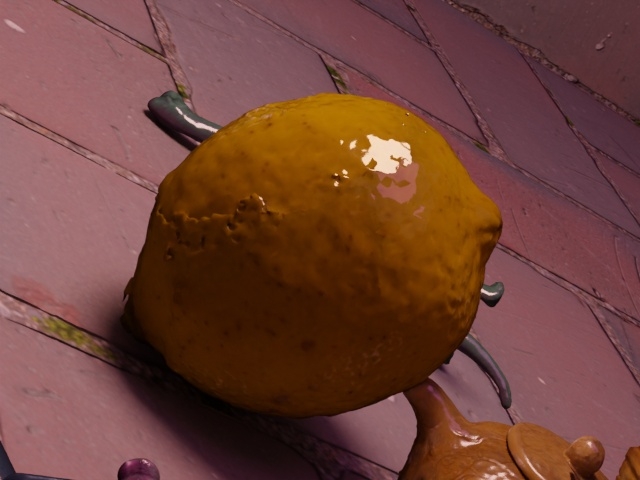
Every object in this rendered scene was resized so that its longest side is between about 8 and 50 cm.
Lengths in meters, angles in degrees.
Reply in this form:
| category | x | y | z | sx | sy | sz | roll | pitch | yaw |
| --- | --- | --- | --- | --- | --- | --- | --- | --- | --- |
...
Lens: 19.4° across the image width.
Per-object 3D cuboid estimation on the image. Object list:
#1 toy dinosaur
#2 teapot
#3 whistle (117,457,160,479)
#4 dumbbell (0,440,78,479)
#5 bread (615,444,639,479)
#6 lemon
| category | x | y | z | sx | sy | sz | roll | pitch | yaw |
| --- | --- | --- | --- | --- | --- | --- | --- | --- | --- |
| toy dinosaur | 0.000 | 0.000 | 1.822 | 0.331 | 0.129 | 0.383 | 18 | 28 | -23 |
| teapot | 0.178 | 0.228 | 1.491 | 0.311 | 0.167 | 0.203 | 40 | 18 | 0 |
| whistle | -0.119 | 0.199 | 1.215 | 0.033 | 0.033 | 0.176 | 33 | 20 | -19 |
| dumbbell | -0.212 | 0.117 | 1.057 | 0.144 | 0.160 | 0.325 | -14 | 48 | -29 |
| bread | 0.383 | 0.313 | 1.793 | 0.210 | 0.099 | 0.235 | 23 | 30 | -34 |
| lemon | -0.010 | 0.015 | 1.471 | 0.253 | 0.310 | 0.253 | -17 | 90 | -83 |
